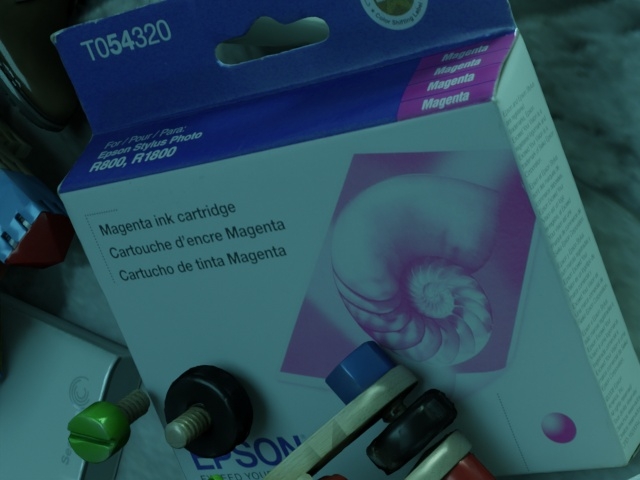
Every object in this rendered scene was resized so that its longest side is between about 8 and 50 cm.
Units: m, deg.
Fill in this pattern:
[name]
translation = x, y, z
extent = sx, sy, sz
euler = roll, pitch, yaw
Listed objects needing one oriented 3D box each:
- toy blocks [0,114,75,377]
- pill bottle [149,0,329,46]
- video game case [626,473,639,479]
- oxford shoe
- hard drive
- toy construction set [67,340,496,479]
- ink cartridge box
[toy blocks]
translation = -0.333, 0.026, 1.200
extent = 0.261, 0.191, 0.381
euler = 43, 101, 21
[pill bottle]
translation = -0.036, -0.294, 1.049
extent = 0.176, 0.176, 0.318
euler = 3, 88, 34
[video game case]
translation = 0.220, 0.165, 0.756
extent = 0.143, 0.019, 0.157
euler = -32, 69, 28
[oxford shoe]
translation = -0.219, -0.194, 1.225
extent = 0.096, 0.083, 0.227
euler = -22, 76, 24
[hard drive]
translation = -0.285, 0.137, 1.270
extent = 0.307, 0.040, 0.203
euler = 20, 98, 34
[toy construction set]
translation = -0.030, 0.233, 0.914
extent = 0.257, 0.237, 0.308
euler = -21, 97, 34
[ink cartridge box]
translation = 0.000, 0.000, 0.981
extent = 0.324, 0.071, 0.330
euler = -11, 112, 34
